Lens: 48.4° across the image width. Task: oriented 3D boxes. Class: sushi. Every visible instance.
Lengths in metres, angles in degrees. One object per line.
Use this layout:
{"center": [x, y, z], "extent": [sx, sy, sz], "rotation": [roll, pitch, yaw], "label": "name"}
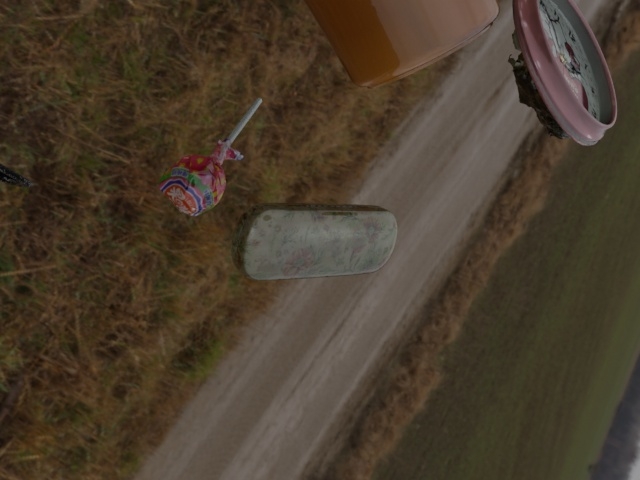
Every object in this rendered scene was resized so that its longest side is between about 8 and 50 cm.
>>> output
{"center": [0.499, -0.322, 1.482], "extent": [0.147, 0.212, 0.115], "rotation": [-24, 147, 5], "label": "sushi"}

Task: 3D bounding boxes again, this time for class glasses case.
{"center": [0.000, 0.000, 1.515], "extent": [0.425, 0.098, 0.156], "rotation": [-1, 112, -41], "label": "glasses case"}

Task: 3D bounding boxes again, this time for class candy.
{"center": [-0.208, -0.196, 1.507], "extent": [0.124, 0.124, 0.365], "rotation": [83, 25, -45], "label": "candy"}

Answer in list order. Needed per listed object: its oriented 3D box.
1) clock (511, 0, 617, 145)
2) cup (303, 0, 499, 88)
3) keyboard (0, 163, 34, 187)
{"center": [0.332, -0.246, 0.982], "extent": [0.244, 0.056, 0.244], "rotation": [24, 55, -39], "label": "clock"}
{"center": [0.046, -0.273, 0.550], "extent": [0.226, 0.182, 0.264], "rotation": [-31, 106, -6], "label": "cup"}
{"center": [-0.406, -0.097, 0.790], "extent": [0.250, 0.087, 0.017], "rotation": [91, 13, -83], "label": "keyboard"}
